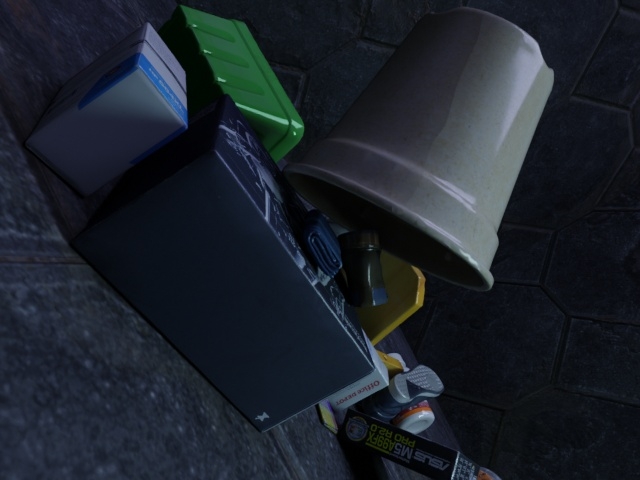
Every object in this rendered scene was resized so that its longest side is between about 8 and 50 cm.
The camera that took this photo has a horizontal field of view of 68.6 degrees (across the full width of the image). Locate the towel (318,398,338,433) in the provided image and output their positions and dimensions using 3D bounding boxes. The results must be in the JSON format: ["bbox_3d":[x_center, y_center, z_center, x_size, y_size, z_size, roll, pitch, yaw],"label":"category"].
[{"bbox_3d":[0.007,0.312,0.871,0.060,0.009,0.083,51,10,-44],"label":"towel"}]

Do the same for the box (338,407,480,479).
[{"bbox_3d":[0.181,0.416,0.919,0.216,0.060,0.270,12,-22,31],"label":"box"}]

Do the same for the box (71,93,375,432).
[{"bbox_3d":[-0.105,0.015,0.652,0.343,0.178,0.312,55,9,-27],"label":"box"}]

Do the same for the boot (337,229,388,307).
[{"bbox_3d":[0.062,0.056,0.735,0.219,0.082,0.106,52,33,-77],"label":"boot"}]

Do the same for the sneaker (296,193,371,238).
[{"bbox_3d":[-0.012,-0.031,0.992,0.365,0.135,0.150,7,-44,38],"label":"sneaker"}]

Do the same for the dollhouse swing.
[{"bbox_3d":[0.132,0.139,1.183,0.315,0.305,0.347,35,22,-51],"label":"dollhouse swing"}]

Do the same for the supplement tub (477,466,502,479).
[{"bbox_3d":[0.496,0.811,1.432,0.316,0.193,0.194,53,9,-43],"label":"supplement tub"}]

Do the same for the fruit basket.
[{"bbox_3d":[-0.189,-0.271,1.047,0.392,0.283,0.392,40,26,-24],"label":"fruit basket"}]

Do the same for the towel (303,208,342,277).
[{"bbox_3d":[0.000,0.000,0.599,0.067,0.029,0.119,58,9,-13],"label":"towel"}]

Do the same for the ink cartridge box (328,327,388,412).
[{"bbox_3d":[0.040,0.234,0.943,0.175,0.127,0.072,58,8,-6],"label":"ink cartridge box"}]

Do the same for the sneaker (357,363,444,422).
[{"bbox_3d":[0.192,0.384,1.151,0.226,0.163,0.086,10,41,-46],"label":"sneaker"}]

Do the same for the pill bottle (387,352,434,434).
[{"bbox_3d":[0.244,0.462,1.423,0.121,0.121,0.221,51,10,-46],"label":"pill bottle"}]

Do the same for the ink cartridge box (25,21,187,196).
[{"bbox_3d":[-0.243,-0.167,0.567,0.086,0.148,0.203,52,10,-36],"label":"ink cartridge box"}]

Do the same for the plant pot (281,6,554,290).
[{"bbox_3d":[0.162,-0.141,0.688,0.333,0.306,0.334,30,-5,3],"label":"plant pot"}]
